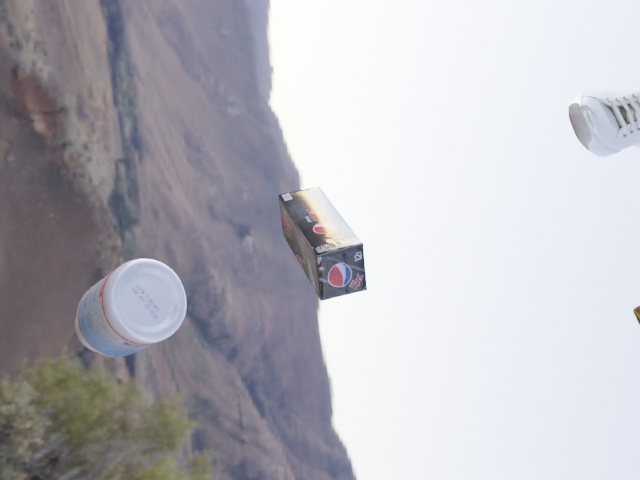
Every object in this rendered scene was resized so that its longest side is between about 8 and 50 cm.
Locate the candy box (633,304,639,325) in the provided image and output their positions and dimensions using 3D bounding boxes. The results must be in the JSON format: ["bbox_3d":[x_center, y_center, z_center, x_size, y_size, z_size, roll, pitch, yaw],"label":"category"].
[{"bbox_3d":[0.396,0.139,0.740,0.087,0.183,0.316,38,27,-36],"label":"candy box"}]

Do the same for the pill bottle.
[{"bbox_3d":[-0.209,0.077,1.008,0.160,0.087,0.087,-26,-112,57],"label":"pill bottle"}]

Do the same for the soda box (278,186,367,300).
[{"bbox_3d":[0.000,0.000,1.046,0.169,0.053,0.060,-123,-156,-61],"label":"soda box"}]

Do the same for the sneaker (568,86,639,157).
[{"bbox_3d":[0.479,-0.200,1.427,0.123,0.290,0.106,-31,-102,41],"label":"sneaker"}]
